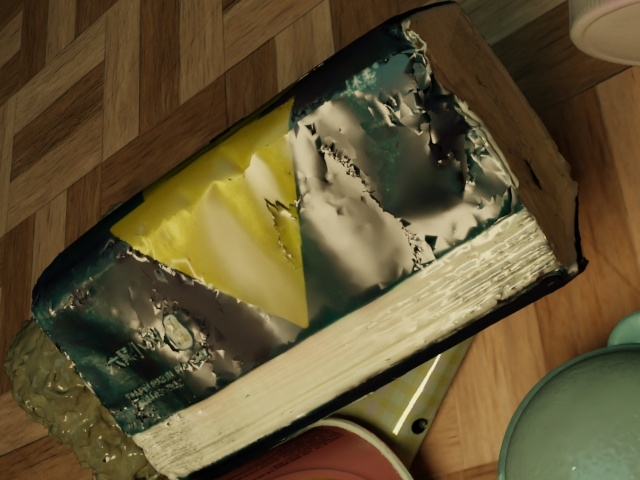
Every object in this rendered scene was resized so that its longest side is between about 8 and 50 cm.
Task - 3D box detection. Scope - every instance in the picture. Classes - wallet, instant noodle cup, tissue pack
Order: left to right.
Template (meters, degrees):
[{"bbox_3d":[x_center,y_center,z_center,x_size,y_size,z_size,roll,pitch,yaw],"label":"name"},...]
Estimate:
[{"bbox_3d":[-0.058,0.306,0.868,0.243,0.255,0.244,10,104,45],"label":"instant noodle cup"},{"bbox_3d":[0.000,0.000,0.825,0.416,0.253,0.264,-31,9,24],"label":"tissue pack"},{"bbox_3d":[0.081,0.061,0.992,0.223,0.077,0.310,29,95,45],"label":"wallet"}]

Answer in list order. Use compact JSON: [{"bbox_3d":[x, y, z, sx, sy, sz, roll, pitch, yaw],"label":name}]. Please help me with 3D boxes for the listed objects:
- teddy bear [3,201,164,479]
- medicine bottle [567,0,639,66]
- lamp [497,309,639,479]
[{"bbox_3d":[-0.274,0.110,1.298,0.368,0.224,0.357,-55,39,-6],"label":"teddy bear"},{"bbox_3d":[0.307,-0.317,0.772,0.241,0.241,0.302,-4,81,46],"label":"medicine bottle"},{"bbox_3d":[0.225,0.205,0.725,0.284,0.147,0.209,-56,50,18],"label":"lamp"}]
